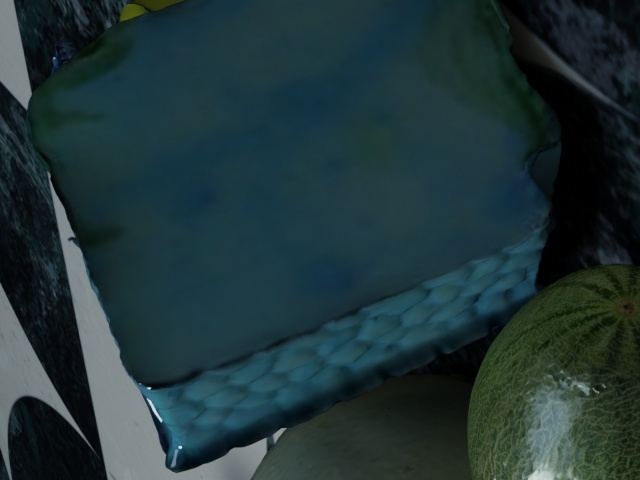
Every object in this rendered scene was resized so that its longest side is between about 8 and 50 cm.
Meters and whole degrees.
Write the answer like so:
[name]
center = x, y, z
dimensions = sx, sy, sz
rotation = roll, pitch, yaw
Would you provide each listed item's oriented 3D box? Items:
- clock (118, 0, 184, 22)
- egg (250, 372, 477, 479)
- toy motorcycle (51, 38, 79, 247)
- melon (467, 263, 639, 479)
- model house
[clock]
center = -0.053, -0.057, 1.281
dimensions = 0.277, 0.071, 0.293
rotation = 66, 163, -13
[egg]
center = 0.023, 0.201, 1.085
dimensions = 0.286, 0.174, 0.264
rotation = 25, 97, 48
[toy motorcycle]
center = -0.199, -0.061, 1.600
dimensions = 0.135, 0.092, 0.254
rotation = 113, 141, -72
[melon]
center = 0.142, 0.097, 0.888
dimensions = 0.139, 0.139, 0.192
rotation = 51, 153, 36
[model house]
center = 0.000, 0.000, 1.013
dimensions = 0.241, 0.261, 0.226
rotation = 77, 169, -57
